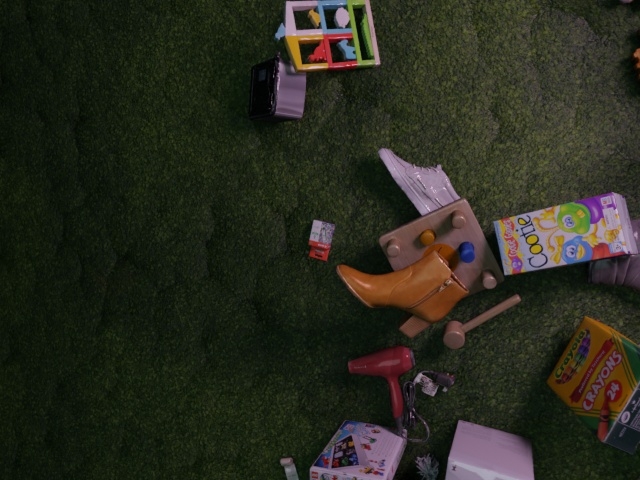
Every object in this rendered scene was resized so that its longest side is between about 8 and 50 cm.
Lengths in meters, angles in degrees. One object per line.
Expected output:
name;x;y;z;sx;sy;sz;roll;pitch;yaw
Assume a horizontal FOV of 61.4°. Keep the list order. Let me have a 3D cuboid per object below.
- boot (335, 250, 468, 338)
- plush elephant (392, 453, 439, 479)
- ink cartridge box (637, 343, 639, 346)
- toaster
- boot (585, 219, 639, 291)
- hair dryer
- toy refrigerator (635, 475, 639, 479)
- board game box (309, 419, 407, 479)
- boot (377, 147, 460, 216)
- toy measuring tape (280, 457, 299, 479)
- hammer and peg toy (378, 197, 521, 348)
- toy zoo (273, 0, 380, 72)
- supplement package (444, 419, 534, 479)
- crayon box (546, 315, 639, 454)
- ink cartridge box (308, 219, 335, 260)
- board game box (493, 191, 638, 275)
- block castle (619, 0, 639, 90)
boot;0.207;0.095;1.352;0.295;0.104;0.211;39;107;-10
plush elephant;0.174;0.728;1.464;0.255;0.272;0.330;17;74;-8
ink cartridge box;0.860;0.307;1.220;0.171;0.232;0.168;-29;83;18
toaster;-0.127;-0.438;1.573;0.185;0.110;0.168;9;97;56
boot;0.782;-0.035;1.302;0.222;0.118;0.339;16;91;26
hair dryer;0.208;0.409;1.517;0.293;0.080;0.224;29;85;19
toy refrigerator;0.832;0.617;1.315;0.094;0.102;0.270;39;105;14
board game box;0.113;0.582;1.460;0.192;0.305;0.053;2;96;20
boot;0.277;-0.177;1.490;0.123;0.095;0.258;-38;89;11
toy measuring tape;-0.081;0.844;1.643;0.121;0.121;0.331;-15;87;19
hammer and peg toy;0.350;0.089;1.438;0.265;0.127;0.362;-26;104;19
toy zoo;0.013;-0.570;1.500;0.293;0.030;0.193;-10;89;-17
supplement package;0.423;0.620;1.374;0.199;0.262;0.198;10;95;19
crayon box;0.649;0.311;1.251;0.081;0.318;0.202;24;100;-6
ink cartridge box;0.000;0.000;1.619;0.062;0.029;0.115;15;97;18
board game box;0.588;-0.009;1.303;0.275;0.142;0.145;-16;80;38
block castle;0.821;-0.429;1.165;0.212;0.303;0.454;-16;86;20
